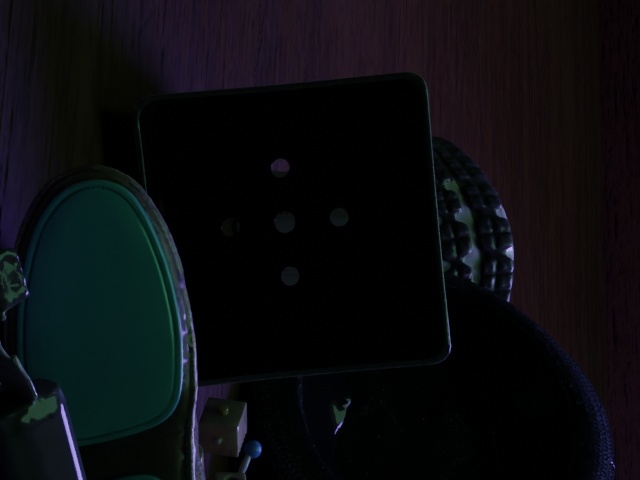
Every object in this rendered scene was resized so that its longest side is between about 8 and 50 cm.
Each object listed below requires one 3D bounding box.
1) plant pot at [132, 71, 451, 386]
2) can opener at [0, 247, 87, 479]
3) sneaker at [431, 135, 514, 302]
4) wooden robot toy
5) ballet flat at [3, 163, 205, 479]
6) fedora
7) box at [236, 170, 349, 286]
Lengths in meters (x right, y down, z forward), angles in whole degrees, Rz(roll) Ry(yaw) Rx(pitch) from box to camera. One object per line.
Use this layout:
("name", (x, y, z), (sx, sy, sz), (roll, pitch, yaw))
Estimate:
("plant pot", (-0.021, -0.009, 1.275), (0.167, 0.187, 0.188), (-146, -129, -87))
("can opener", (-0.171, 0.099, 0.950), (0.093, 0.074, 0.280), (-33, 122, -32))
("sneaker", (0.095, 0.107, 1.801), (0.182, 0.158, 0.410), (160, -74, -75))
("wooden robot toy", (-0.074, 0.187, 1.232), (0.173, 0.076, 0.079), (-98, -173, -52))
("ballet flat", (-0.117, 0.113, 1.074), (0.106, 0.108, 0.316), (-148, -129, -83))
("fedora", (0.071, 0.177, 1.494), (0.334, 0.334, 0.152), (-75, -175, -49))
("box", (0.000, 0.000, 1.472), (0.102, 0.101, 0.087), (-64, 146, -60))
